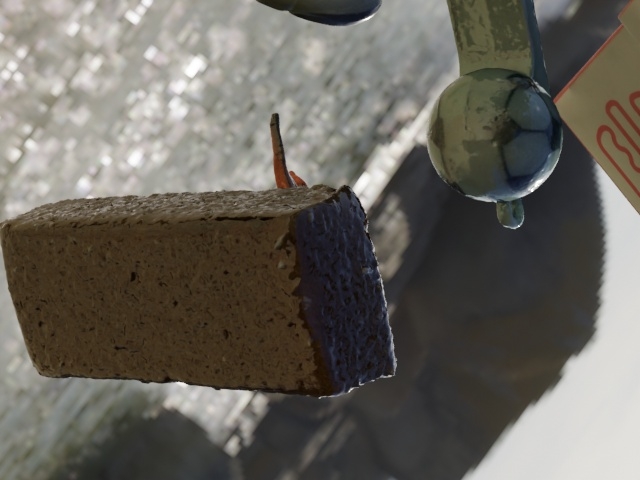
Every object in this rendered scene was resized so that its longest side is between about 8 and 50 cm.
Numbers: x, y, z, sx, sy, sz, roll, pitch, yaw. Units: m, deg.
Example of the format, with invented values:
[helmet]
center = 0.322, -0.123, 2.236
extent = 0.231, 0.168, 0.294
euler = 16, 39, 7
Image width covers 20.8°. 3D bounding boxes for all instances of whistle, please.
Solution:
[whistle]
center = 0.185, -0.150, 1.923
extent = 0.163, 0.289, 0.163
euler = -13, -166, 3

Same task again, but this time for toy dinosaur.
[toy dinosaur]
center = -0.005, 0.003, 1.689
extent = 0.055, 0.279, 0.101
euler = -31, -149, -6

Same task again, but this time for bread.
[bread]
center = -0.120, 0.043, 1.523
extent = 0.417, 0.165, 0.113
euler = 0, -167, 45

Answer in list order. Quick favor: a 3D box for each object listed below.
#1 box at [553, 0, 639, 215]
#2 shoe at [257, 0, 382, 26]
[box]
center = 0.527, -0.188, 2.151
extent = 0.314, 0.312, 0.300
euler = -32, 170, -29
[shoe]
center = -0.068, -0.264, 1.215
extent = 0.137, 0.291, 0.114
euler = -60, -172, 29
